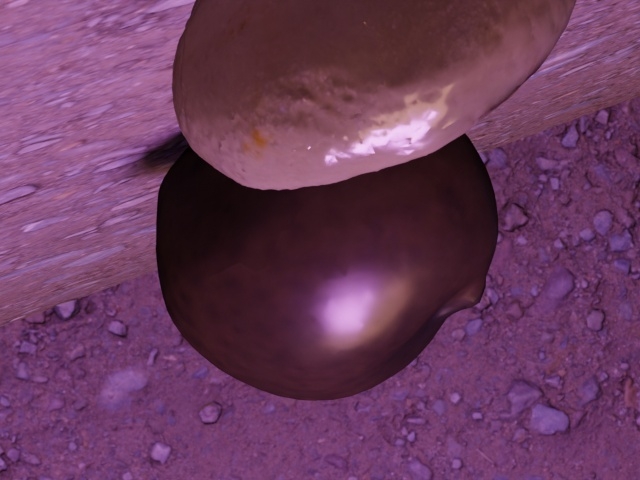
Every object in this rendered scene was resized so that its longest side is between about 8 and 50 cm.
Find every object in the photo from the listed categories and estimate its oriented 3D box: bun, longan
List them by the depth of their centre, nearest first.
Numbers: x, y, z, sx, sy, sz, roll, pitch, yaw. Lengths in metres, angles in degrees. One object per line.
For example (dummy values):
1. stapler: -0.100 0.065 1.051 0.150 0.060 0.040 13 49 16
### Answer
1. bun: 0.018 -0.123 0.862 0.222 0.127 0.222 -26 -155 13
2. longan: 0.000 0.000 1.530 0.288 0.288 0.350 -18 165 -43
